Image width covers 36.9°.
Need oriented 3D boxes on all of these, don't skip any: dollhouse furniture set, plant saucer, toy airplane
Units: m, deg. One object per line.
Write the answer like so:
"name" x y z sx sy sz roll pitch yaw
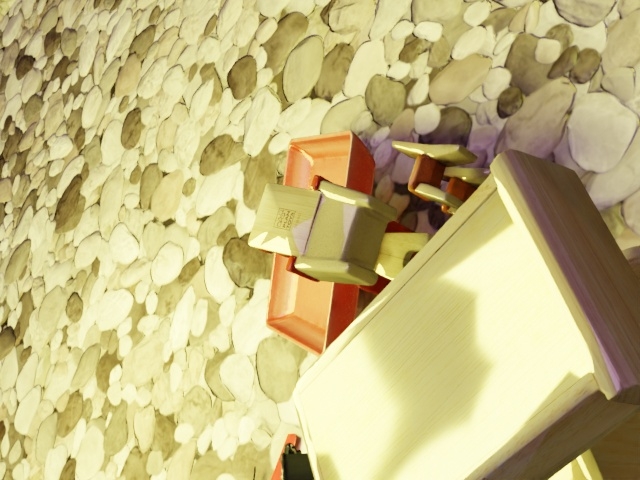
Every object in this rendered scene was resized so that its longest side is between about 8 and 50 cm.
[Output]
"dollhouse furniture set" 0.061 0.014 1.038 0.135 0.259 0.262 12 81 40
"plant saucer" 0.000 0.000 1.191 0.259 0.047 0.259 -169 87 -71
"dollhouse furniture set" 0.221 0.122 0.702 0.256 0.394 0.362 -50 42 34
"toy airplane" -0.044 0.319 1.199 0.151 0.028 0.151 -23 57 40

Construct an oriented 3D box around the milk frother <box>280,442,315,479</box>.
"milk frother" 0.024 0.267 1.086 0.143 0.134 0.129 -97 3 -52
